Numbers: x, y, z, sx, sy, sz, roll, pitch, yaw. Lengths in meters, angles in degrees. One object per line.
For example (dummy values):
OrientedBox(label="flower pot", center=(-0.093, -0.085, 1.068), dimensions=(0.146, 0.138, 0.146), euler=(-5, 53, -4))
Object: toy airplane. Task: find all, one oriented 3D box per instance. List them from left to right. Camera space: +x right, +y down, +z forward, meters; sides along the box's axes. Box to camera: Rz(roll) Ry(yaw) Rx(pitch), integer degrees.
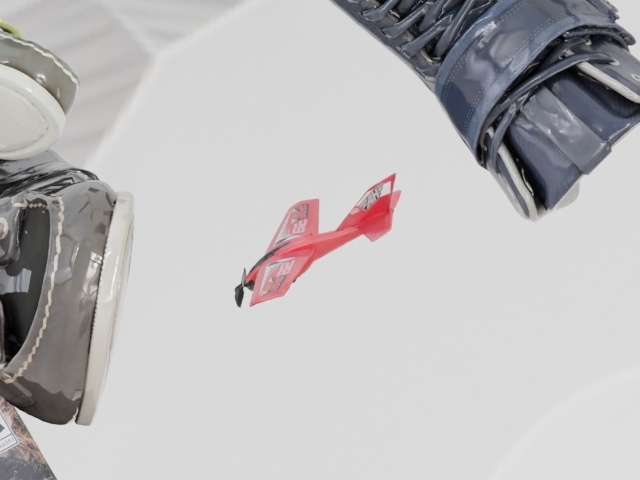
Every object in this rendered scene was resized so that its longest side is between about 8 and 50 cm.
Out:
OrientedBox(label="toy airplane", center=(0.000, 0.000, 1.320), dimensions=(0.028, 0.151, 0.151), euler=(50, -19, -16))

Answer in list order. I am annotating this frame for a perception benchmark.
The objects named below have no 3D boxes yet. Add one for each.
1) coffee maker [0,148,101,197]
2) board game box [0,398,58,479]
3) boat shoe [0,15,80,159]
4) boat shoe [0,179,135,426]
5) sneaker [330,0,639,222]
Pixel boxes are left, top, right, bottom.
OrientedBox(label="coffee maker", center=(-0.228, -0.017, 1.463), dimensions=(0.171, 0.120, 0.178), euler=(45, -7, -17))
OrientedBox(label="board game box", center=(-0.249, 0.279, 1.251), dimensions=(0.291, 0.232, 0.141), euler=(58, -28, 5))
OrientedBox(label="boat shoe", center=(-0.265, -0.126, 1.367), dimensions=(0.305, 0.091, 0.109), euler=(8, -38, 47))
OrientedBox(label="boat shoe", center=(-0.157, 0.035, 0.973), dimensions=(0.095, 0.112, 0.335), euler=(9, -10, -10))
OrientedBox(label="sneaker", center=(0.053, -0.097, 0.791), dimensions=(0.226, 0.086, 0.163), euler=(23, 27, -53))
